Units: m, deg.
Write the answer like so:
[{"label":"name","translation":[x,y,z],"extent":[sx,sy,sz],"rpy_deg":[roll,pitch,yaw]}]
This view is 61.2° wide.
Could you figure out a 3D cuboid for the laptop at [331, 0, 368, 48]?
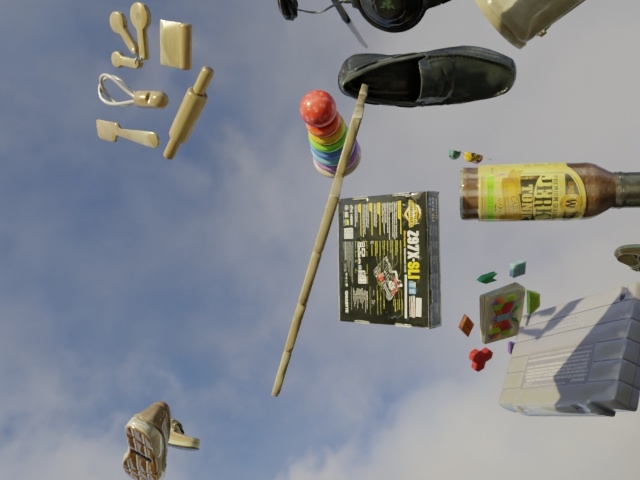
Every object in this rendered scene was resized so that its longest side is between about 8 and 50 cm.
[{"label":"laptop","translation":[0.076,-0.734,1.316],"extent":[0.236,0.382,0.408],"rpy_deg":[-32,-86,16]}]

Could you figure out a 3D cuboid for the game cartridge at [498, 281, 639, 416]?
[{"label":"game cartridge","translation":[0.485,0.227,1.053],"extent":[0.068,0.230,0.355],"rpy_deg":[22,-21,-6]}]

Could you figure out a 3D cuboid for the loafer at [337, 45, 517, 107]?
[{"label":"loafer","translation":[0.133,-0.200,0.682],"extent":[0.223,0.078,0.076],"rpy_deg":[2,-56,7]}]

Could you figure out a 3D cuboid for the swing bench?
[{"label":"swing bench","translation":[0.510,-0.562,1.169],"extent":[0.253,0.255,0.165],"rpy_deg":[-33,-83,43]}]

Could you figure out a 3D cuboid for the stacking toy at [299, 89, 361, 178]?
[{"label":"stacking toy","translation":[0.019,-0.288,1.418],"extent":[0.141,0.141,0.330],"rpy_deg":[-24,-21,3]}]

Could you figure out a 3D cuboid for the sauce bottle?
[{"label":"sauce bottle","translation":[0.430,-0.091,0.987],"extent":[0.344,0.111,0.111],"rpy_deg":[-2,-47,17]}]

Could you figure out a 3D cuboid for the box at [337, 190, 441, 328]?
[{"label":"box","translation":[0.166,0.047,1.335],"extent":[0.257,0.322,0.079],"rpy_deg":[-3,-2,36]}]

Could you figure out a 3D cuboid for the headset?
[{"label":"headset","translation":[0.106,-0.489,0.951],"extent":[0.394,0.243,0.185],"rpy_deg":[-18,-44,8]}]

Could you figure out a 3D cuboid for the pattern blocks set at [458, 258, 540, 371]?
[{"label":"pattern blocks set","translation":[0.544,0.224,1.627],"extent":[0.285,0.026,0.325],"rpy_deg":[-25,-62,-12]}]

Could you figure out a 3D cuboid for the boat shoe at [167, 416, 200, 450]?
[{"label":"boat shoe","translation":[-0.263,0.326,0.929],"extent":[0.135,0.045,0.050],"rpy_deg":[9,-30,18]}]

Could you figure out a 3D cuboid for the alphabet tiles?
[{"label":"alphabet tiles","translation":[0.000,0.000,0.632],"extent":[0.011,0.285,0.342],"rpy_deg":[16,-64,0]}]

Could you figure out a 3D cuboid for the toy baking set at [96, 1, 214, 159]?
[{"label":"toy baking set","translation":[-0.252,-0.221,0.798],"extent":[0.030,0.197,0.256],"rpy_deg":[-28,-23,-52]}]

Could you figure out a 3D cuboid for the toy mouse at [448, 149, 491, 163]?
[{"label":"toy mouse","translation":[0.465,-0.269,1.744],"extent":[0.161,0.143,0.031],"rpy_deg":[6,-80,-23]}]

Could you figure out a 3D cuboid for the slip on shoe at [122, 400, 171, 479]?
[{"label":"slip on shoe","translation":[-0.185,0.224,0.589],"extent":[0.051,0.041,0.135],"rpy_deg":[22,-50,12]}]

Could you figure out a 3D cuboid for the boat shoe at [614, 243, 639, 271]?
[{"label":"boat shoe","translation":[0.662,0.050,1.069],"extent":[0.153,0.048,0.056],"rpy_deg":[18,-33,13]}]
